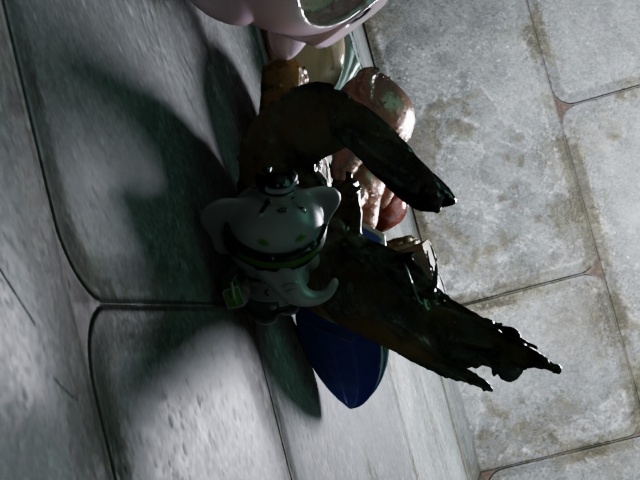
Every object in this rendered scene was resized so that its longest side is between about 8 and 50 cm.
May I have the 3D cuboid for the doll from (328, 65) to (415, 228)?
[{"bbox_3d":[0.042,-0.124,1.971,0.201,0.156,0.303,39,68,-64],"label":"doll"}]

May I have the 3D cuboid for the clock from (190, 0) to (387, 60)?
[{"bbox_3d":[-0.025,-0.394,1.413,0.250,0.368,0.376,36,-8,19],"label":"clock"}]

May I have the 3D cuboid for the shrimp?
[{"bbox_3d":[0.072,-0.001,1.268,0.445,0.085,0.272,35,-47,33],"label":"shrimp"}]

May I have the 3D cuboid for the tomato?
[{"bbox_3d":[0.074,-0.081,2.102,0.091,0.139,0.159,-27,133,-55],"label":"tomato"}]

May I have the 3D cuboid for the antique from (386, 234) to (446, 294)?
[{"bbox_3d":[0.132,0.071,2.124,0.147,0.152,0.148,-12,85,-82],"label":"antique"}]

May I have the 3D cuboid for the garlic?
[{"bbox_3d":[-0.030,-0.289,1.918,0.115,0.128,0.206,-28,111,-57],"label":"garlic"}]

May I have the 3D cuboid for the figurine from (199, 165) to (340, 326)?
[{"bbox_3d":[-0.046,0.006,1.235,0.192,0.147,0.126,92,-24,-43],"label":"figurine"}]

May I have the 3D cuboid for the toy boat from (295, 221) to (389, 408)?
[{"bbox_3d":[0.027,0.095,1.513,0.088,0.129,0.295,-40,137,-38],"label":"toy boat"}]

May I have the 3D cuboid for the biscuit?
[{"bbox_3d":[-0.035,-0.098,1.612,0.296,0.075,0.295,-10,90,-84],"label":"biscuit"}]

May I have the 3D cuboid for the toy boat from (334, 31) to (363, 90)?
[{"bbox_3d":[0.008,-0.381,2.293,0.199,0.100,0.290,51,24,-68],"label":"toy boat"}]
